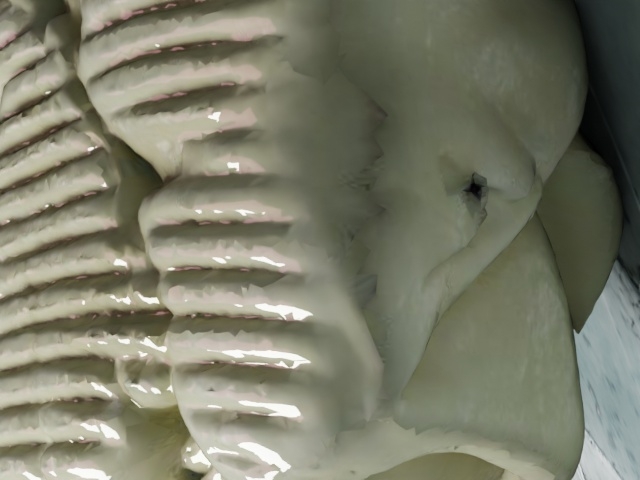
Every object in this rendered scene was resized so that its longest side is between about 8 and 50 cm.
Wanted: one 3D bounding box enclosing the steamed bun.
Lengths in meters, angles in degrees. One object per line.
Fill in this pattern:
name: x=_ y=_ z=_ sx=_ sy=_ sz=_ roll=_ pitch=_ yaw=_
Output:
steamed bun: x=-0.007 y=-0.008 z=0.694 sx=0.342 sy=0.255 sz=0.367 roll=-13 pitch=74 yaw=49
